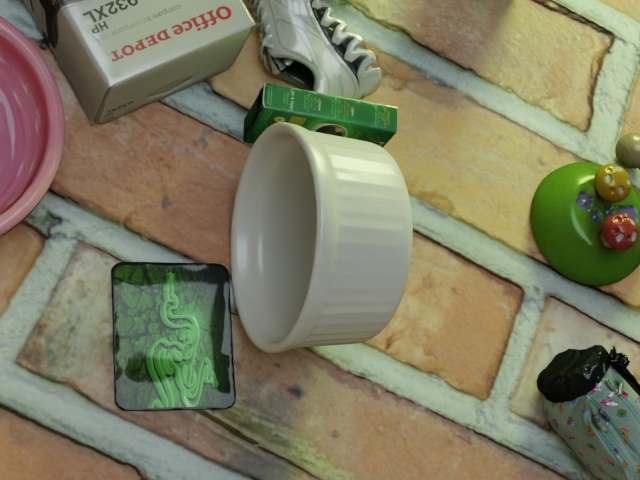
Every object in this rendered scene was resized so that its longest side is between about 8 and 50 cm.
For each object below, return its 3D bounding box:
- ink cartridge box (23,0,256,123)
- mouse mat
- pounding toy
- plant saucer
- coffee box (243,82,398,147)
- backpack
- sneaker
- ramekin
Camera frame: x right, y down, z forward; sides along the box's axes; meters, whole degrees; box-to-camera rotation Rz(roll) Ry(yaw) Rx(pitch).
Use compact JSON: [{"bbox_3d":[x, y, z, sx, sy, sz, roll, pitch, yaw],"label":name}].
[{"bbox_3d":[-0.260,-0.339,1.678,0.223,0.129,0.307,-27,83,-24],"label":"ink cartridge box"},{"bbox_3d":[-0.184,0.118,1.626,0.152,0.007,0.190,1,74,-18],"label":"mouse mat"},{"bbox_3d":[0.418,-0.049,1.820,0.236,0.110,0.183,-29,84,-24],"label":"pounding toy"},{"bbox_3d":[-0.478,-0.134,1.567,0.332,0.084,0.332,5,72,-16],"label":"plant saucer"},{"bbox_3d":[-0.001,-0.153,1.716,0.184,0.113,0.040,8,68,-14],"label":"coffee box"},{"bbox_3d":[0.374,0.233,1.710,0.115,0.152,0.182,-39,95,-12],"label":"backpack"},{"bbox_3d":[-0.045,-0.295,1.755,0.118,0.110,0.292,-37,87,-16],"label":"sneaker"},{"bbox_3d":[0.000,0.000,1.584,0.135,0.277,0.277,4,72,-24],"label":"ramekin"}]
